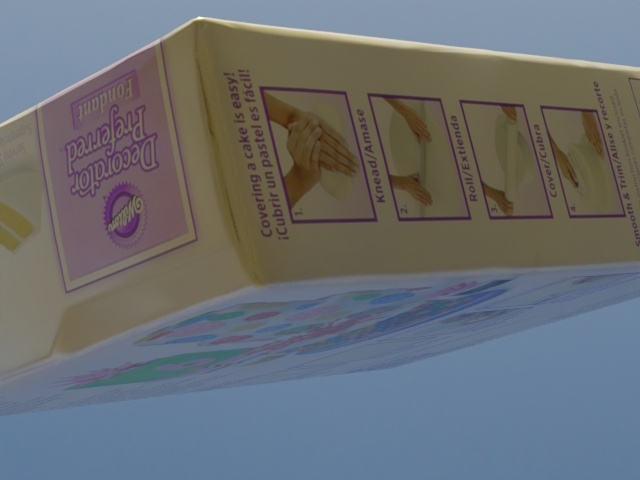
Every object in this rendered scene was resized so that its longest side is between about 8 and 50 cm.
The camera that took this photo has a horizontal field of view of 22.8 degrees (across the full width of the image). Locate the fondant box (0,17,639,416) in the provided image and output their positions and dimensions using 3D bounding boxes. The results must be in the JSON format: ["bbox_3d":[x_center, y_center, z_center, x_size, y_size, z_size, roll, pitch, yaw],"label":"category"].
[{"bbox_3d":[0.000,0.000,0.679,0.330,0.238,0.096,-3,-103,-47],"label":"fondant box"}]
